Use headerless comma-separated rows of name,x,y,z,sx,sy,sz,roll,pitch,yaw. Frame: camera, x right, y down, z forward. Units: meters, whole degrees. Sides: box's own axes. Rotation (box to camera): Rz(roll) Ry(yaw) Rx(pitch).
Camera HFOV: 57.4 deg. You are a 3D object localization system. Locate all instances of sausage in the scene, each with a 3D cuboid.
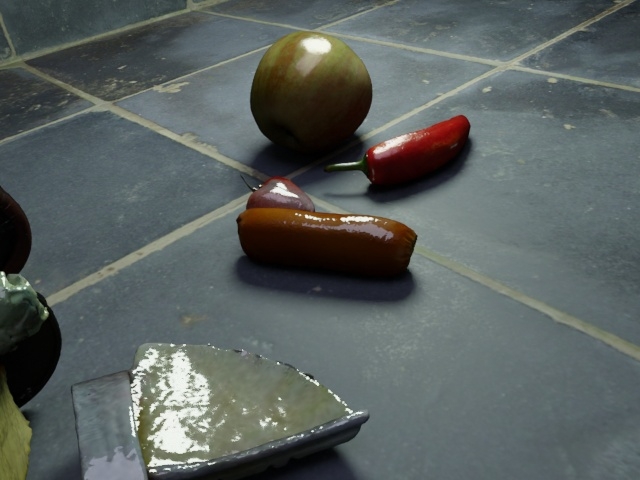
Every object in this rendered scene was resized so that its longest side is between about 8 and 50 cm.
sausage,0.000,0.000,0.913,0.300,0.089,0.083,4,42,18

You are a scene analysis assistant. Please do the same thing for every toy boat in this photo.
toy boat,-0.147,0.203,0.649,0.293,0.111,0.276,-17,33,-36

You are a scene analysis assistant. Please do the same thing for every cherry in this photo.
cherry,-0.073,-0.057,1.014,0.106,0.087,0.126,-23,55,-32

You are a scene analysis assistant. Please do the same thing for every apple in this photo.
apple,-0.022,-0.304,1.240,0.257,0.257,0.234,14,73,29

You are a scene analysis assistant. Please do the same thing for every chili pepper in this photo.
chili pepper,0.192,-0.176,1.152,0.368,0.092,0.137,-21,17,-30

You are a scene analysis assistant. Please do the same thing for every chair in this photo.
chair,-0.513,0.047,0.824,0.226,0.226,0.401,-22,37,-20

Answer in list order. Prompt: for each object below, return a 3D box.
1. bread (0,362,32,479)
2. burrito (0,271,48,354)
bread,-0.438,0.261,0.509,0.333,0.143,0.324,-23,17,-22
burrito,-0.447,0.117,0.601,0.309,0.096,0.066,-18,31,-23
